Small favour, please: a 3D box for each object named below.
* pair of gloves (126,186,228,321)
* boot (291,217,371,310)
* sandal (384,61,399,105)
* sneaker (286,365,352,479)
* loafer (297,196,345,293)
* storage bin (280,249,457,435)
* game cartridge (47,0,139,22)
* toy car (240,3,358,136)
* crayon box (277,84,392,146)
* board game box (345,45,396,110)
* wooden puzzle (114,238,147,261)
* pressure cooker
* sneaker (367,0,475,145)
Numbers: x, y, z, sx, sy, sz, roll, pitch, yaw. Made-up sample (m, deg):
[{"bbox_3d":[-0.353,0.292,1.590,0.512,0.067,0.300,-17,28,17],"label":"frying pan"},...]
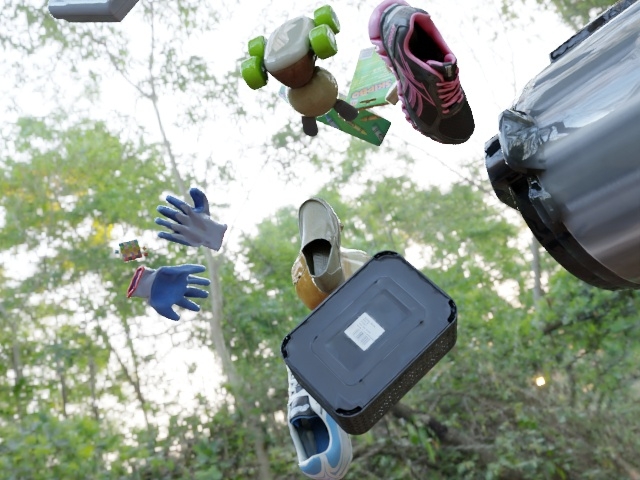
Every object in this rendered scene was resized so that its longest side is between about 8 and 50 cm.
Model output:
[{"bbox_3d":[-0.202,0.022,1.092,0.023,0.198,0.159,19,-3,32],"label":"pair of gloves"},{"bbox_3d":[0.027,0.098,1.739,0.104,0.295,0.211,4,-51,-30],"label":"boot"},{"bbox_3d":[0.150,-0.344,1.376,0.079,0.240,0.088,35,-45,-6],"label":"sandal"},{"bbox_3d":[-0.013,0.225,1.061,0.085,0.237,0.086,-31,-40,20],"label":"sneaker"},{"bbox_3d":[0.000,0.000,1.020,0.056,0.148,0.050,-22,-26,13],"label":"loafer"},{"bbox_3d":[0.058,0.115,0.841,0.180,0.122,0.084,-41,-27,-14],"label":"storage bin"},{"bbox_3d":[-0.387,-0.549,1.425,0.198,0.297,0.062,7,-23,33],"label":"game cartridge"},{"bbox_3d":[-0.016,-0.264,1.228,0.155,0.149,0.188,-19,-54,21],"label":"toy car"},{"bbox_3d":[0.039,-0.362,2.018,0.279,0.165,0.081,18,-71,-30],"label":"crayon box"},{"bbox_3d":[0.138,-0.400,1.813,0.124,0.259,0.039,-7,-48,24],"label":"board game box"},{"bbox_3d":[-0.460,0.024,1.793,0.083,0.049,0.006,-17,-7,-39],"label":"wooden puzzle"},{"bbox_3d":[0.454,-0.128,1.013,0.375,0.370,0.420,-47,6,-39],"label":"pressure cooker"},{"bbox_3d":[0.078,-0.112,0.509,0.047,0.057,0.119,-43,-62,-10],"label":"sneaker"}]
